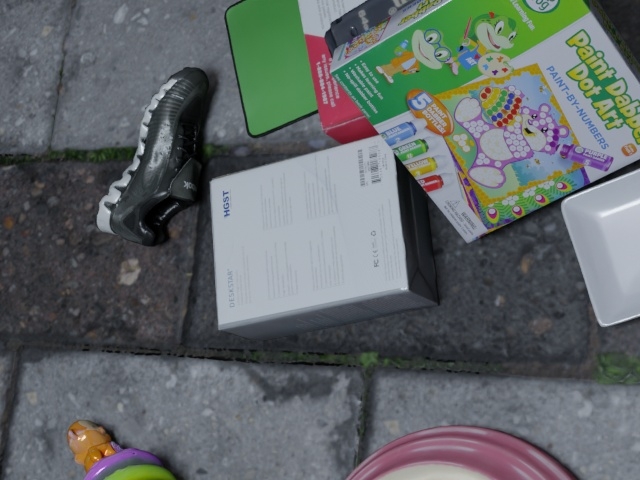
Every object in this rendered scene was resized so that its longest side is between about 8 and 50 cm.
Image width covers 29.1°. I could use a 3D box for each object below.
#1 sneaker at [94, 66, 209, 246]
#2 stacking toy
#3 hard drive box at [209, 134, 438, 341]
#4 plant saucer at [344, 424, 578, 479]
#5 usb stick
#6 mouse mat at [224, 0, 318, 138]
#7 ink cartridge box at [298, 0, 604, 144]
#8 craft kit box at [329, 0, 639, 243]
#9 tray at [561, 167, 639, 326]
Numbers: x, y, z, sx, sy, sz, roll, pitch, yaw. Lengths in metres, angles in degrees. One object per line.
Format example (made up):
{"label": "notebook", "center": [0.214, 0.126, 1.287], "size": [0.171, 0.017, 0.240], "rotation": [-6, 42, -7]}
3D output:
{"label": "sneaker", "center": [-0.179, -0.093, 1.493], "size": [0.106, 0.078, 0.234], "rotation": [31, 96, 28]}
{"label": "stacking toy", "center": [-0.211, 0.302, 1.379], "size": [0.166, 0.175, 0.302], "rotation": [-49, 47, 8]}
{"label": "hard drive box", "center": [0.000, 0.000, 1.362], "size": [0.232, 0.089, 0.181], "rotation": [-12, 71, 24]}
{"label": "plant saucer", "center": [0.125, 0.346, 1.208], "size": [0.332, 0.084, 0.332], "rotation": [-7, 74, 26]}
{"label": "usb stick", "center": [0.130, -0.254, 1.236], "size": [0.278, 0.045, 0.077], "rotation": [-29, 67, 19]}
{"label": "mouse mat", "center": [-0.039, -0.230, 1.493], "size": [0.153, 0.007, 0.189], "rotation": [-21, 69, 22]}
{"label": "ink cartridge box", "center": [0.141, -0.246, 1.329], "size": [0.306, 0.131, 0.226], "rotation": [-16, 71, 22]}
{"label": "craft kit box", "center": [0.180, -0.144, 1.211], "size": [0.247, 0.250, 0.061], "rotation": [-30, 27, 25]}
{"label": "tray", "center": [0.382, -0.022, 1.200], "size": [0.270, 0.030, 0.145], "rotation": [-22, 68, 21]}
